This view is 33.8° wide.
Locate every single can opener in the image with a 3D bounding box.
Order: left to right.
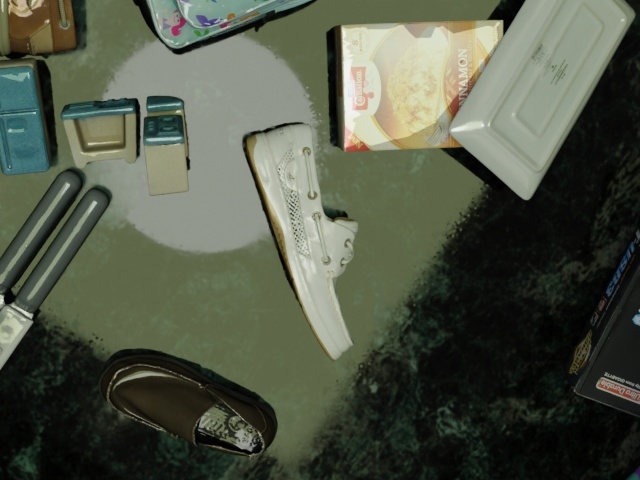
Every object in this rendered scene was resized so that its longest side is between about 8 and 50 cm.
[{"bbox_3d":[-0.338,0.051,1.181,0.074,0.093,0.280,35,88,-9],"label":"can opener"}]

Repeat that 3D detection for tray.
[{"bbox_3d":[0.264,-0.193,1.197,0.145,0.030,0.270,36,80,-27],"label":"tray"}]

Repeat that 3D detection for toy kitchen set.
[{"bbox_3d":[-0.248,-0.121,1.111,0.207,0.166,0.122,-7,113,-6],"label":"toy kitchen set"}]

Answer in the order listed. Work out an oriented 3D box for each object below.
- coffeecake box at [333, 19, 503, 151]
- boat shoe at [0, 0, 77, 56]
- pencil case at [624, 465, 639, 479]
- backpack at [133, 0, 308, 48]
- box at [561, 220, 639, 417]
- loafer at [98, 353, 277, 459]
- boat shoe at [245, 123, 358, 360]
[{"bbox_3d":[0.111,-0.178,1.207,0.185,0.068,0.142,-3,100,-6],"label":"coffeecake box"},{"bbox_3d":[-0.296,-0.356,1.117,0.120,0.122,0.324,4,106,-13],"label":"boat shoe"},{"bbox_3d":[0.395,0.333,1.314,0.152,0.070,0.064,-45,100,0],"label":"pencil case"},{"bbox_3d":[-0.084,-0.339,1.106,0.253,0.191,0.225,-22,111,-12],"label":"backpack"},{"bbox_3d":[0.488,0.097,1.268,0.295,0.073,0.293,22,105,-8],"label":"box"},{"bbox_3d":[-0.150,0.194,1.224,0.220,0.078,0.080,19,96,-9],"label":"loafer"},{"bbox_3d":[0.000,0.000,1.205,0.096,0.098,0.277,-19,99,-3],"label":"boat shoe"}]
